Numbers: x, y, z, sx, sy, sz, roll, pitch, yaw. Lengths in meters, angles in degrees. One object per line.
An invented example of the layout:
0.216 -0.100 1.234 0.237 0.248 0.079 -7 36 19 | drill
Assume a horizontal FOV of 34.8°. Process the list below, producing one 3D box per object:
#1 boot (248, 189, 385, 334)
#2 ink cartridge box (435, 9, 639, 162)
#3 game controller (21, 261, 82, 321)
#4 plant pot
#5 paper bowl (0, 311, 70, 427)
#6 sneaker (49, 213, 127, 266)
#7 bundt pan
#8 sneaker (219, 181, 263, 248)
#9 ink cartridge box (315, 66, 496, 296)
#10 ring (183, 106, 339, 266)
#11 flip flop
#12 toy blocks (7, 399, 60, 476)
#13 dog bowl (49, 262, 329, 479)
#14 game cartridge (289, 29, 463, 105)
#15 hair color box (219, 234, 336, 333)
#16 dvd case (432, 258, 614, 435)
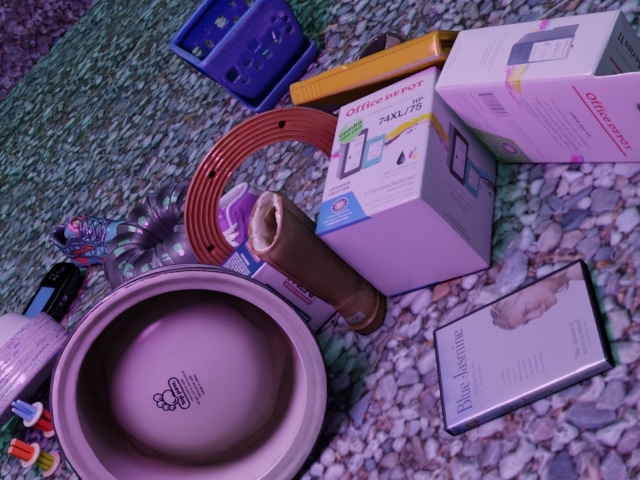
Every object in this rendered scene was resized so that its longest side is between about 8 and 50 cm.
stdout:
0.000 0.000 1.628 0.089 0.269 0.236 -33 39 22 | boot
0.370 -0.215 1.479 0.354 0.207 0.119 5 62 47 | ink cartridge box
-0.661 0.190 2.354 0.166 0.067 0.319 7 63 50 | game controller
-0.158 -0.426 2.244 0.236 0.212 0.236 -49 35 0 | plant pot
-0.650 0.262 2.100 0.284 0.148 0.284 -48 2 2 | paper bowl
-0.526 -0.006 2.334 0.262 0.125 0.104 -13 49 40 | sneaker
-0.302 0.005 2.048 0.331 0.124 0.330 -25 38 22 | bundt pan
-0.167 0.024 1.887 0.102 0.161 0.282 -8 53 42 | sneaker
0.144 -0.091 1.618 0.198 0.197 0.270 -20 44 35 | ink cartridge box
-0.075 -0.073 1.719 0.336 0.336 0.032 -48 41 3 | ring
0.060 -0.297 1.994 0.277 0.112 0.080 -45 9 11 | flip flop
-0.561 0.381 1.996 0.123 0.148 0.054 -54 35 -7 | toy blocks
-0.198 0.217 1.566 0.408 0.408 0.150 -47 17 4 | dog bowl
0.155 -0.293 1.751 0.324 0.285 0.052 -9 91 42 | game cartridge
-0.141 0.154 1.725 0.347 0.174 0.105 -46 34 5 | hair color box
0.271 0.147 1.415 0.253 0.022 0.180 -30 40 26 | dvd case
